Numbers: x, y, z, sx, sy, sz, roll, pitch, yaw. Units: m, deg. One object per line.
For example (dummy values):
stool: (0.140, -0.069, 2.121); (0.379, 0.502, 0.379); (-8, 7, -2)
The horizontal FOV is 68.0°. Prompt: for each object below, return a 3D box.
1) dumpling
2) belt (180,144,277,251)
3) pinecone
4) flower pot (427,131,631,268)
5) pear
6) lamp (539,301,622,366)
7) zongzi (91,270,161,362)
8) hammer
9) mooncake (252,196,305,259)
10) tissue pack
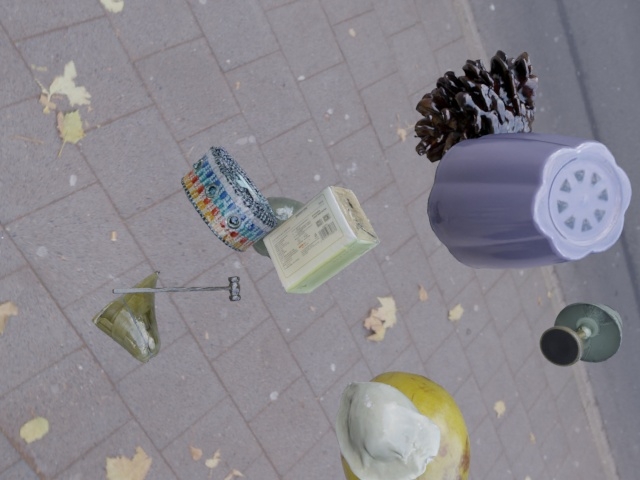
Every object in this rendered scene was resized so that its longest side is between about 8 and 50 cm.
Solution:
dumpling: (0.095, 0.318, 0.787); (0.111, 0.181, 0.155); (33, 70, -17)
belt: (-0.264, -0.109, 1.295); (0.161, 0.207, 0.295); (-40, 83, 11)
pinecone: (0.347, -0.271, 1.086); (0.296, 0.242, 0.298); (-30, 141, -23)
flower pot: (0.352, -0.063, 0.808); (0.265, 0.243, 0.264); (-2, 96, -14)
pear: (0.172, 0.412, 0.963); (0.281, 0.281, 0.280); (0, 90, -34)
lamp: (0.507, 0.181, 0.915); (0.215, 0.121, 0.121); (-6, 94, -43)
zongzi: (-0.522, 0.225, 1.449); (0.256, 0.228, 0.114); (-44, 156, -35)
hammer: (-0.303, 0.109, 1.036); (0.292, 0.029, 0.058); (3, 78, -41)
mooncake: (-0.140, -0.033, 1.697); (0.275, 0.275, 0.135); (46, 39, -25)
tissue pack: (0.000, 0.000, 1.126); (0.125, 0.234, 0.159); (7, 50, -55)
